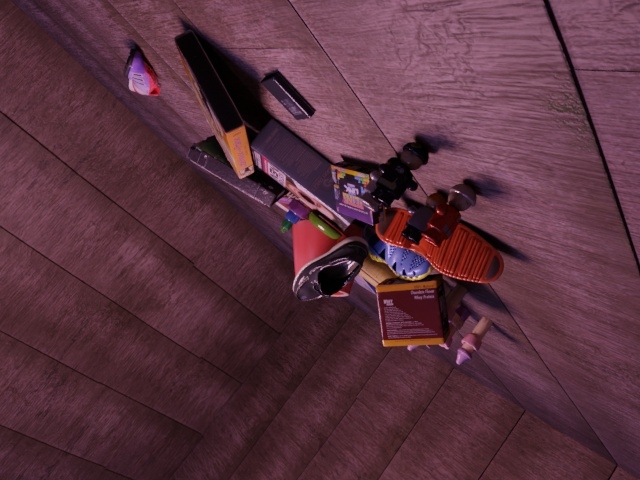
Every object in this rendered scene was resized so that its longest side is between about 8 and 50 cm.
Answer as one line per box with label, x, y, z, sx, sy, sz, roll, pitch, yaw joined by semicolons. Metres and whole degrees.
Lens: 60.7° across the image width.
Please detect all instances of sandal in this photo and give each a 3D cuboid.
sandal;0.232;0.025;1.704;0.317;0.126;0.138;22;155;52

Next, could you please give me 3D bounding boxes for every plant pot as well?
plant pot;0.021;0.071;1.994;0.275;0.243;0.275;6;168;1

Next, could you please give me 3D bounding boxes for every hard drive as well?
hard drive;-0.270;-0.253;1.926;0.339;0.064;0.237;31;-154;2
hard drive;-0.082;-0.356;1.358;0.135;0.022;0.094;42;169;-24

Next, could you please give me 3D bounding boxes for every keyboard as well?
keyboard;-0.253;-0.360;1.957;0.108;0.023;0.180;36;169;12

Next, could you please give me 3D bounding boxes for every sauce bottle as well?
sauce bottle;0.178;0.085;2.192;0.344;0.111;0.111;40;170;-2

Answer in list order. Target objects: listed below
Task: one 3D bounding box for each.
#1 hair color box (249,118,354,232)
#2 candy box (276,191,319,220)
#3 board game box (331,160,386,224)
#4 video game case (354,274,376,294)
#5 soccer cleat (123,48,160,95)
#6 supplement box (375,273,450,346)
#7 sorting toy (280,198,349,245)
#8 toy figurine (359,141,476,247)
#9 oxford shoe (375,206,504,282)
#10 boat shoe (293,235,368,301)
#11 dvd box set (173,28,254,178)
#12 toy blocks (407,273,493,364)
hair color box;-0.035;-0.191;1.677;0.374;0.113;0.185;37;172;1
candy box;-0.082;-0.147;2.064;0.187;0.109;0.053;35;170;19
board game box;0.100;-0.130;1.467;0.170;0.048;0.141;25;128;53
video game case;0.149;0.130;2.633;0.244;0.061;0.269;29;166;39
soccer cleat;-0.667;-0.626;2.058;0.116;0.108;0.318;19;172;-13
supplement box;0.291;0.215;1.704;0.191;0.194;0.129;-7;-176;22
sorting toy;0.000;0.000;1.763;0.365;0.126;0.127;33;-173;-43
toy figurine;0.207;-0.098;1.185;0.213;0.148;0.209;37;176;-5
oxford shoe;0.317;0.006;1.397;0.364;0.130;0.133;31;-168;40
boat shoe;0.026;0.123;1.764;0.127;0.340;0.113;37;-145;-28
dvd box set;-0.302;-0.379;1.619;0.307;0.062;0.420;61;172;6
toy blocks;0.383;0.287;1.930;0.288;0.260;0.309;45;168;-36
